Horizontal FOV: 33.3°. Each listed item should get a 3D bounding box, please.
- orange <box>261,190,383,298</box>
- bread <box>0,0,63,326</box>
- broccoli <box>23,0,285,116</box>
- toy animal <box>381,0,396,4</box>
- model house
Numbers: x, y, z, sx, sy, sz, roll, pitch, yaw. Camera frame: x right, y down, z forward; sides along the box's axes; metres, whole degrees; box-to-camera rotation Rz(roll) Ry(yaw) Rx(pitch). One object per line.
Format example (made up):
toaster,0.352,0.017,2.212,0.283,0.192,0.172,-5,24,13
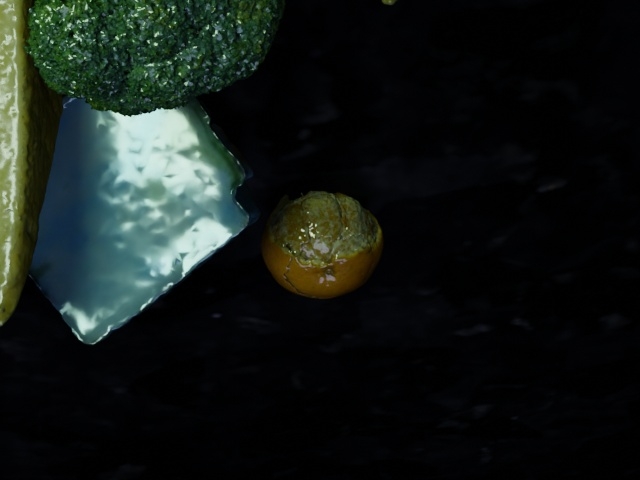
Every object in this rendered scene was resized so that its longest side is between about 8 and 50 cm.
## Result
orange,0.000,0.000,1.367,0.156,0.134,0.157,-10,128,-13
bread,-0.360,-0.106,0.937,0.233,0.362,0.245,-3,150,-3
broccoli,-0.143,-0.231,0.913,0.241,0.269,0.261,32,144,7
toy animal,0.109,-0.294,0.976,0.181,0.073,0.136,-6,140,8
model house,-0.205,-0.056,1.223,0.261,0.226,0.241,-37,-179,6
